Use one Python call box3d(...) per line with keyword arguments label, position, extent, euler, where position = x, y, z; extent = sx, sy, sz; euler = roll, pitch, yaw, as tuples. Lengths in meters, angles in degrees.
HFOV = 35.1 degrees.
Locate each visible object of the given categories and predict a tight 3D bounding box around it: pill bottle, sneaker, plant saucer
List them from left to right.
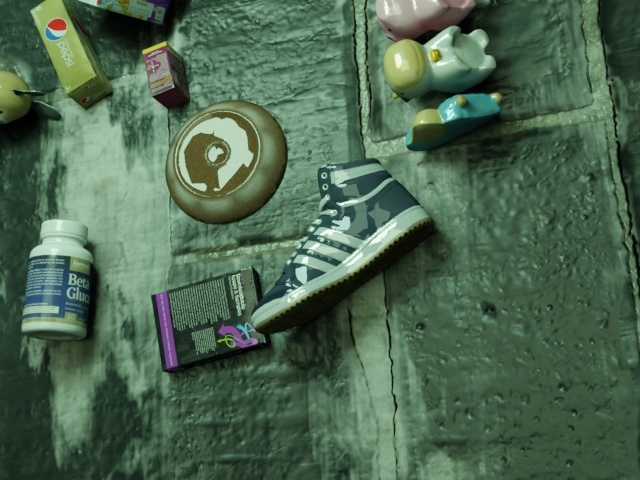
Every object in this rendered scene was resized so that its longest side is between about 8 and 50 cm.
box3d(label="pill bottle", position=(-0.388, 0.059, 1.505), extent=(0.094, 0.094, 0.169), euler=(-3, 74, 17))
box3d(label="plant saucer", position=(-0.148, -0.124, 1.512), extent=(0.199, 0.036, 0.198), euler=(-5, 72, 16))
box3d(label="sneaker", position=(0.000, 0.000, 1.390), extent=(0.282, 0.099, 0.153), euler=(-34, 72, -1))

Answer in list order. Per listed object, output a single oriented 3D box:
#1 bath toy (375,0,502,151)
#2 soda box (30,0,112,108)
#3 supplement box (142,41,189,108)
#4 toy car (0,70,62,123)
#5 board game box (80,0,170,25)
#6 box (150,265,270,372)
box3d(label="bath toy", position=(0.141, -0.307, 1.428), extent=(0.151, 0.129, 0.348), euler=(0, 71, -28))
box3d(label="soda box", position=(-0.402, -0.306, 1.635), extent=(0.058, 0.061, 0.181), euler=(-31, 67, 7))
box3d(label="supplement box", position=(-0.239, -0.256, 1.571), extent=(0.043, 0.055, 0.083), euler=(-19, 69, 14))
box3d(label="toy car", position=(-0.514, -0.210, 1.607), extent=(0.188, 0.155, 0.149), euler=(2, 75, 6))
box3d(label="board game box", position=(-0.296, -0.492, 1.554), extent=(0.144, 0.142, 0.275), euler=(26, 104, 36))
box3d(label="box", position=(-0.158, 0.114, 1.449), extent=(0.162, 0.029, 0.116), euler=(-16, 71, 15))
